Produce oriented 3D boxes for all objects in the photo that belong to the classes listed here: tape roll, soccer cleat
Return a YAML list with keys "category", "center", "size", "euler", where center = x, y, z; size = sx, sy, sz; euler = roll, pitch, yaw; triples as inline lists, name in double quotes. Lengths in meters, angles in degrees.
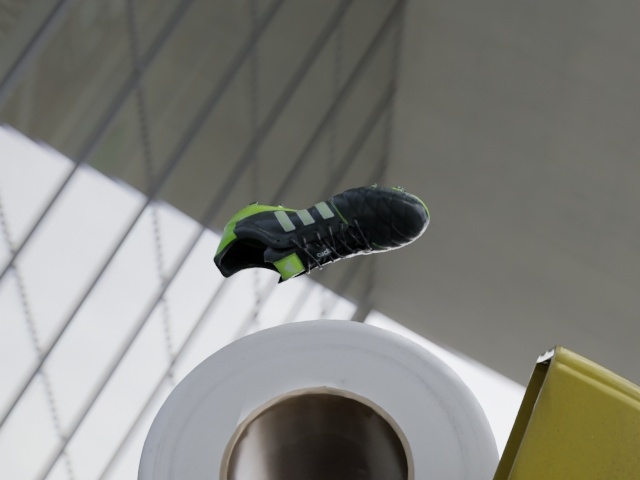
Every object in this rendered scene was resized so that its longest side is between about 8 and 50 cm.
- category: "tape roll"
  center: [0.002, 0.200, 1.357]
  size: [0.246, 0.246, 0.169]
  euler: [23, -30, 19]
- category: "soccer cleat"
  center: [0.000, 0.000, 1.494]
  size: [0.179, 0.072, 0.060]
  euler: [-7, -54, 32]

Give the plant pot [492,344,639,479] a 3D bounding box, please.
- category: "plant pot"
  center: [0.176, 0.192, 1.080]
  size: [0.187, 0.212, 0.212]
  euler: [20, -4, 6]
